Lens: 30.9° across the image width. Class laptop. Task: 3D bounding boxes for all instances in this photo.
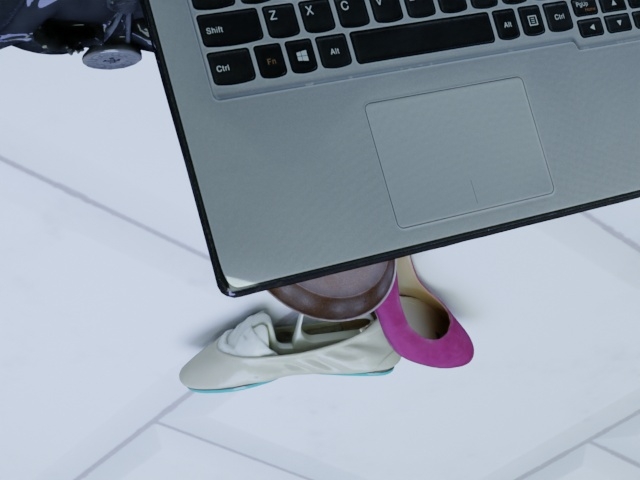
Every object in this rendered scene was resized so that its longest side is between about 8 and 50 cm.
[{"bbox_3d":[0.101,-0.221,0.632,0.382,0.408,0.236,-13,174,-25],"label":"laptop"}]

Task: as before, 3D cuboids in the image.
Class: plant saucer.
[{"bbox_3d":[0.000,0.000,1.122,0.168,0.029,0.168,13,123,21],"label":"plant saucer"}]

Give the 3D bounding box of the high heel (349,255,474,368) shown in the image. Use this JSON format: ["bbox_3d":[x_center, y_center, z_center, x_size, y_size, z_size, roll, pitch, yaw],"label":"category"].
[{"bbox_3d":[0.104,0.052,1.208,0.244,0.082,0.117,39,132,-24],"label":"high heel"}]

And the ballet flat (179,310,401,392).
[{"bbox_3d":[-0.035,0.110,1.270,0.248,0.086,0.086,-6,139,-2],"label":"ballet flat"}]

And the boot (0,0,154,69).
[{"bbox_3d":[-0.147,-0.186,0.842,0.445,0.367,0.146,-13,100,-23],"label":"boot"}]
